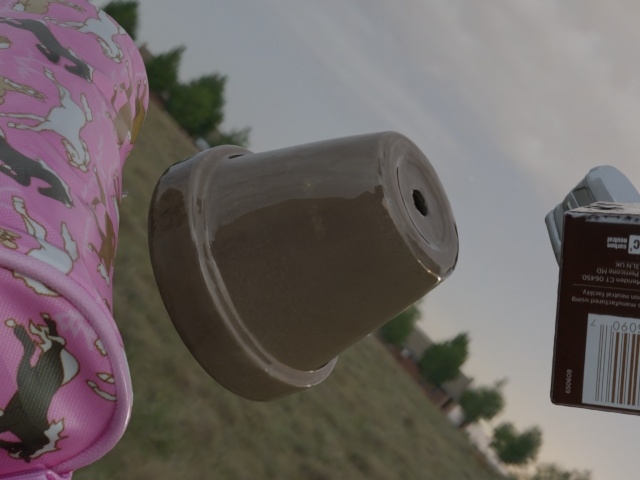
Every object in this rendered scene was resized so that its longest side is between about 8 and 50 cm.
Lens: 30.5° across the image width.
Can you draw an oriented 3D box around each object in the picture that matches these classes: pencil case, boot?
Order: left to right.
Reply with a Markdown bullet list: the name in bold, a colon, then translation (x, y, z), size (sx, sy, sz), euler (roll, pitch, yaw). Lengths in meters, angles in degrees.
- **pencil case**: translation (-0.184, -0.020, 0.707), size (0.167, 0.160, 0.386), euler (31, 22, -22)
- **boot**: translation (0.379, 0.039, 1.478), size (0.095, 0.123, 0.258), euler (4, 51, -39)

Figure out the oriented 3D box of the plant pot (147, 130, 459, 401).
- **plant pot**: translation (0.000, 0.000, 1.138), size (0.263, 0.229, 0.263), euler (42, 35, -40)

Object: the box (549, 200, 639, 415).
- **box**: translation (0.304, 0.056, 1.035), size (0.168, 0.167, 0.203), euler (4, 6, 19)
